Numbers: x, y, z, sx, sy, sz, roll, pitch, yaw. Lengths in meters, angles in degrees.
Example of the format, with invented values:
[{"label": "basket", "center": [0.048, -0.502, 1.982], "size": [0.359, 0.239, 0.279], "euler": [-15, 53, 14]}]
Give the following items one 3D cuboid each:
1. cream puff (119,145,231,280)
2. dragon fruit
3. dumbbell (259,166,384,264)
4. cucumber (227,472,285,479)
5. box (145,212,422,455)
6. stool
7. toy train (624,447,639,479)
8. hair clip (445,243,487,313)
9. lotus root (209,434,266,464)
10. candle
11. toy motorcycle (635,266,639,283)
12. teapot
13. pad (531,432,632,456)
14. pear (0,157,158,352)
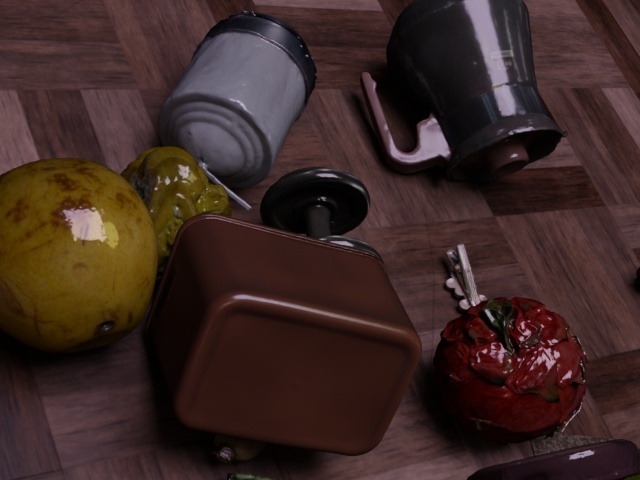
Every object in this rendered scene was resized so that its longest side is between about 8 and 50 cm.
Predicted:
[{"label": "cream puff", "center": [-0.223, -0.041, 1.708], "size": [0.194, 0.195, 0.221], "euler": [10, 56, -25]}, {"label": "dragon fruit", "center": [0.319, 0.219, 1.786], "size": [0.299, 0.244, 0.244], "euler": [33, 43, -28]}, {"label": "dumbbell", "center": [0.000, 0.000, 1.793], "size": [0.192, 0.192, 0.290], "euler": [11, 50, -24]}, {"label": "cucumber", "center": [-0.049, 0.406, 1.523], "size": [0.115, 0.086, 0.193], "euler": [-21, 61, 8]}, {"label": "box", "center": [-0.052, 0.140, 1.561], "size": [0.339, 0.239, 0.229], "euler": [14, 22, -22]}, {"label": "stool", "center": [0.368, 0.416, 1.660], "size": [0.272, 0.272, 0.179], "euler": [0, 69, -31]}, {"label": "toy train", "center": [0.712, 0.437, 1.837], "size": [0.397, 0.253, 0.160], "euler": [35, 39, -5]}, {"label": "hair clip", "center": [0.274, 0.109, 1.978], "size": [0.062, 0.056, 0.214], "euler": [-11, 70, -23]}, {"label": "lotus root", "center": [-0.112, 0.280, 1.591], "size": [0.073, 0.062, 0.150], "euler": [34, 37, 9]}, {"label": "candle", "center": [-0.149, -0.224, 1.859], "size": [0.221, 0.221, 0.343], "euler": [31, 46, -7]}, {"label": "toy motorcycle", "center": [0.712, 0.060, 2.267], "size": [0.122, 0.082, 0.213], "euler": [33, 34, -4]}, {"label": "teapot", "center": [0.276, -0.291, 2.155], "size": [0.376, 0.305, 0.362], "euler": [-17, 70, -8]}, {"label": "pad", "center": [0.473, 0.411, 1.891], "size": [0.235, 0.003, 0.158], "euler": [10, 51, -26]}, {"label": "pear", "center": [-0.357, 0.022, 1.509], "size": [0.280, 0.281, 0.281], "euler": [17, 49, -20]}]
